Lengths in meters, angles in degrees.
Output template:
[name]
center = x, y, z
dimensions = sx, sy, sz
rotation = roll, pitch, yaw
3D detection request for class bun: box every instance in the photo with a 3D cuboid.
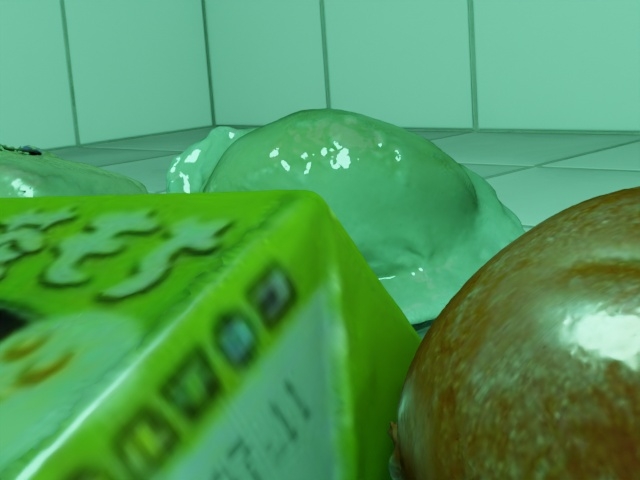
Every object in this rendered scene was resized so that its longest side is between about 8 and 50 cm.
[bun]
center = -0.346, -0.029, 1.318
dimensions = 0.273, 0.168, 0.273
rotation = 8, 6, -1

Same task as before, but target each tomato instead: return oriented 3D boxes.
[tomato]
center = 0.143, 0.080, 0.392
dimensions = 0.232, 0.188, 0.232
rotation = 38, 4, -3

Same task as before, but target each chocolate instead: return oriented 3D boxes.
[chocolate]
center = -0.143, 0.095, 0.439
dimensions = 0.301, 0.137, 0.289
rotation = 2, 32, 33

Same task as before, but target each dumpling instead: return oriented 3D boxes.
[dumpling]
center = 0.002, -0.027, 1.055
dimensions = 0.321, 0.211, 0.270
rotation = -9, 8, 43
